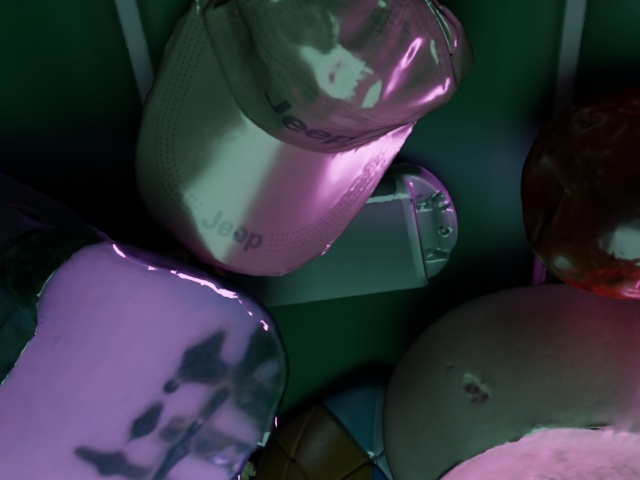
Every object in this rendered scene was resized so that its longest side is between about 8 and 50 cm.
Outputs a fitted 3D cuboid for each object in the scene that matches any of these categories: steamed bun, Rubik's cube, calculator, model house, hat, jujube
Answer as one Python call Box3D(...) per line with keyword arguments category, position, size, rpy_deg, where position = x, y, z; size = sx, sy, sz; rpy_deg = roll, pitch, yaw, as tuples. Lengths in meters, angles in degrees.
Box3D(category="steamed bun", position=(0.219, 0.172, 0.932), size=(0.324, 0.206, 0.324), rpy_deg=(2, 137, 1))
Box3D(category="Rubik's cube", position=(0.031, 0.293, 1.111), size=(0.254, 0.254, 0.254), rpy_deg=(0, 136, 0))
Box3D(category="calculator", position=(0.000, 0.000, 0.866), size=(0.246, 0.045, 0.141), rpy_deg=(-9, 136, 8))
Box3D(category="model house", position=(-0.234, 0.069, 0.839), size=(0.295, 0.329, 0.252), rpy_deg=(21, 99, -50))
Box3D(category="hat", position=(-0.010, -0.079, 0.694), size=(0.214, 0.149, 0.245), rpy_deg=(19, 94, -21))
Box3D(category="jujube", position=(0.275, -0.042, 0.753), size=(0.236, 0.168, 0.168), rpy_deg=(-11, 138, -14))

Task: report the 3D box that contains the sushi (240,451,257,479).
Box3D(category="sushi", position=(-0.136, 0.254, 1.106), size=(0.150, 0.078, 0.090), rpy_deg=(-33, 128, 28))
